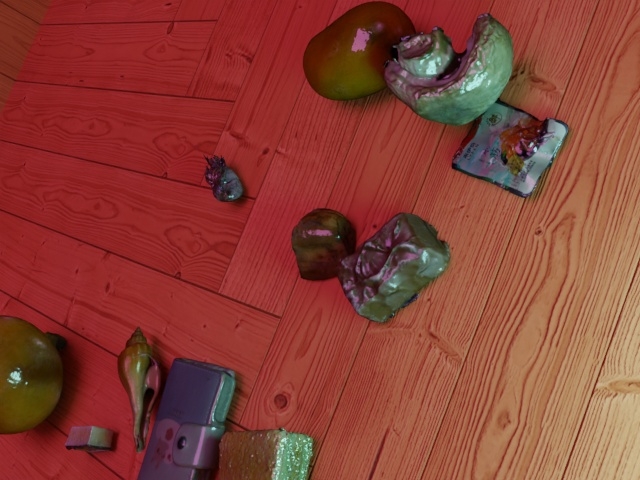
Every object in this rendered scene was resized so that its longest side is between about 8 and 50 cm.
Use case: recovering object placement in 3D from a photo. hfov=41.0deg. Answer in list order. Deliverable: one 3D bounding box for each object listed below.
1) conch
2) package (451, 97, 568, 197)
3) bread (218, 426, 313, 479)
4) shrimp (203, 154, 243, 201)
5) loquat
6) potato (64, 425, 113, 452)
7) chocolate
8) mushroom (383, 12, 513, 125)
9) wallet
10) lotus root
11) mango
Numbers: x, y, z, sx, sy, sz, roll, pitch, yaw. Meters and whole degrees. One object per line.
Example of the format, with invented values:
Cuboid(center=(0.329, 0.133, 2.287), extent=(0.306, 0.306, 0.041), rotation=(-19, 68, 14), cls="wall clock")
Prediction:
Cuboid(center=(-0.436, 0.358, 2.083), extent=(0.093, 0.109, 0.330), rotation=(113, 152, -58), cls="conch")
Cuboid(center=(0.352, -0.179, 1.622), extent=(0.166, 0.040, 0.232), rotation=(-57, 39, 3), cls="package")
Cuboid(center=(-0.114, 0.445, 1.713), extent=(0.196, 0.102, 0.138), rotation=(-15, 57, 42), cls="bread")
Cuboid(center=(-0.261, -0.163, 2.190), extent=(0.233, 0.079, 0.090), rotation=(-128, 35, -48), cls="shrimp")
Cuboid(center=(-0.846, 0.353, 2.346), extent=(0.328, 0.328, 0.359), rotation=(-13, 17, 40), cls="loquat")
Cuboid(center=(-0.575, 0.499, 2.152), extent=(0.122, 0.086, 0.061), rotation=(-17, 61, 45), cls="potato")
Cuboid(center=(0.138, 0.046, 1.677), extent=(0.214, 0.093, 0.148), rotation=(-45, 46, 18), cls="chocolate")
Cuboid(center=(0.253, -0.305, 1.676), extent=(0.267, 0.189, 0.164), rotation=(-10, 63, 28), cls="mushroom")
Cuboid(center=(-0.309, 0.446, 1.922), extent=(0.252, 0.083, 0.360), rotation=(0, 71, 50), cls="wallet")
Cuboid(center=(0.004, 0.000, 1.835), extent=(0.135, 0.095, 0.159), rotation=(-4, 73, 39), cls="lotus root")
Cuboid(center=(0.076, -0.419, 1.922), extent=(0.317, 0.173, 0.211), rotation=(-6, 65, 50), cls="mango")
